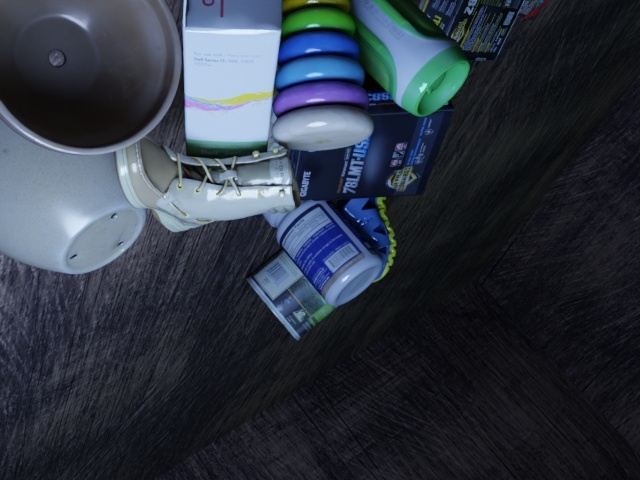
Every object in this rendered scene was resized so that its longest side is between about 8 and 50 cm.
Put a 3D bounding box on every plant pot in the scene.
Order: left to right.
[{"bbox_3d":[-0.345,-0.067,1.208,0.284,0.191,0.284,-37,161,-15],"label":"plant pot"},{"bbox_3d":[-0.291,-0.216,1.027,0.237,0.237,0.109,-31,-161,-28],"label":"plant pot"}]

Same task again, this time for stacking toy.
[{"bbox_3d":[-0.010,-0.297,1.219,0.141,0.330,0.141,-5,173,-1],"label":"stacking toy"}]

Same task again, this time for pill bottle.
[{"bbox_3d":[0.000,0.000,1.922,0.153,0.265,0.153,-35,160,-14],"label":"pill bottle"}]

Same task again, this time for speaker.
[{"bbox_3d":[0.083,-0.321,1.312,0.131,0.296,0.131,-36,161,-15],"label":"speaker"}]

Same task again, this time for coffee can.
[{"bbox_3d":[-0.015,0.084,2.179,0.275,0.201,0.201,-39,161,-4],"label":"coffee can"}]

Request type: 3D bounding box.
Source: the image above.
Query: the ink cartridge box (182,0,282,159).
[{"bbox_3d":[-0.115,-0.275,1.140,0.119,0.207,0.353,1,151,-7],"label":"ink cartridge box"}]

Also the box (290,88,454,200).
[{"bbox_3d":[0.091,-0.188,1.783,0.293,0.073,0.295,-5,150,-12],"label":"box"}]

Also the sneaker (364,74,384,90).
[{"bbox_3d":[0.115,-0.278,1.826,0.130,0.087,0.227,19,156,-27],"label":"sneaker"}]

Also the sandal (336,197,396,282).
[{"bbox_3d":[0.087,-0.059,2.014,0.138,0.318,0.126,7,162,-41],"label":"sandal"}]

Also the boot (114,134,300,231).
[{"bbox_3d":[-0.139,-0.084,1.157,0.203,0.095,0.262,-7,160,10],"label":"boot"}]

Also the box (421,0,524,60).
[{"bbox_3d":[0.310,-0.490,1.628,0.257,0.079,0.322,-14,134,-51],"label":"box"}]

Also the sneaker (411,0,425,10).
[{"bbox_3d":[0.174,-0.403,1.671,0.086,0.064,0.192,-17,147,-40],"label":"sneaker"}]

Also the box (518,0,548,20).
[{"bbox_3d":[0.492,-0.605,1.861,0.293,0.057,0.201,-51,159,27],"label":"box"}]

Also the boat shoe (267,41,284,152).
[{"bbox_3d":[-0.096,-0.225,1.483,0.098,0.109,0.302,-36,166,-19],"label":"boat shoe"}]
